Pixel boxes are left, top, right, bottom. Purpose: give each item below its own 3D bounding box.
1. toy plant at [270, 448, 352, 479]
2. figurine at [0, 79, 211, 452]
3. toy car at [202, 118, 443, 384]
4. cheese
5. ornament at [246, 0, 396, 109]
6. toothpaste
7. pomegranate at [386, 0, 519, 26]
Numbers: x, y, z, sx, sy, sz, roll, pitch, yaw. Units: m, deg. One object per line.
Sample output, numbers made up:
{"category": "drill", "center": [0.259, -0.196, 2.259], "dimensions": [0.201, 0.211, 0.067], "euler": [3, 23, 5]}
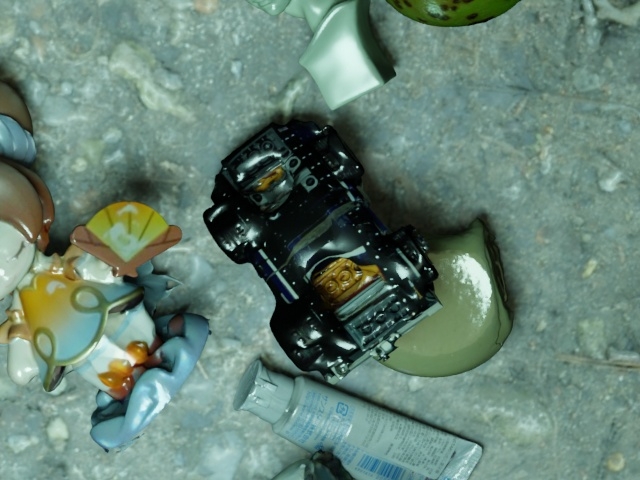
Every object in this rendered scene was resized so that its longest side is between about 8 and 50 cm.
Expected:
{"category": "toy plant", "center": [-0.098, 0.404, 1.601], "dimensions": [0.332, 0.247, 0.247], "euler": [-26, 99, 12]}
{"category": "figurine", "center": [-0.321, 0.026, 1.547], "dimensions": [0.388, 0.248, 0.276], "euler": [39, 91, -18]}
{"category": "toy car", "center": [0.000, 0.000, 1.570], "dimensions": [0.193, 0.118, 0.301], "euler": [-37, 65, 6]}
{"category": "cheese", "center": [0.122, 0.075, 1.642], "dimensions": [0.203, 0.091, 0.175], "euler": [-11, 97, -2]}
{"category": "ornament", "center": [-0.018, -0.276, 1.574], "dimensions": [0.120, 0.130, 0.285], "euler": [-39, 107, 18]}
{"category": "toothpaste", "center": [0.042, 0.232, 1.674], "dimensions": [0.299, 0.073, 0.114], "euler": [27, 97, -15]}
{"category": "pomegranate", "center": [0.173, -0.361, 1.515], "dimensions": [0.286, 0.231, 0.231], "euler": [-37, 99, 2]}
